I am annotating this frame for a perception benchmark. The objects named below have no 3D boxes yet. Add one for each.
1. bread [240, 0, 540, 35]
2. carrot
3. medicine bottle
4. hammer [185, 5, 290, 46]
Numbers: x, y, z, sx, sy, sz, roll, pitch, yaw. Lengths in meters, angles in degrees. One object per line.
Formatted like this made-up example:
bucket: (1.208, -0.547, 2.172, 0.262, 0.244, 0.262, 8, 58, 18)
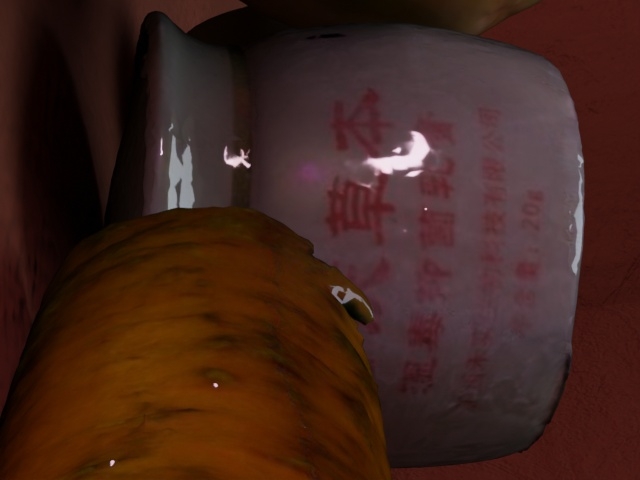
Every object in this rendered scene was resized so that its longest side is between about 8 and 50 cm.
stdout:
bread: (0.046, -0.219, 0.553, 0.211, 0.270, 0.315, 44, -40, 18)
carrot: (-0.029, 0.089, 0.339, 0.302, 0.114, 0.114, -91, 173, -66)
medicine bottle: (0.000, 0.000, 0.546, 0.147, 0.143, 0.147, -176, -90, -79)
hammer: (-0.026, 0.058, 0.673, 0.305, 0.113, 0.202, -81, 163, -46)
